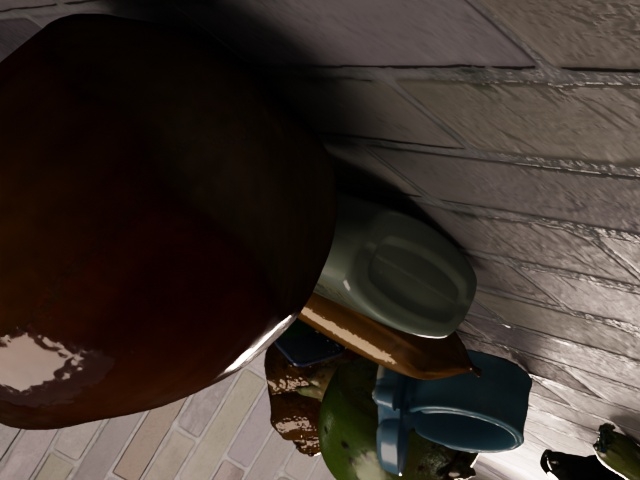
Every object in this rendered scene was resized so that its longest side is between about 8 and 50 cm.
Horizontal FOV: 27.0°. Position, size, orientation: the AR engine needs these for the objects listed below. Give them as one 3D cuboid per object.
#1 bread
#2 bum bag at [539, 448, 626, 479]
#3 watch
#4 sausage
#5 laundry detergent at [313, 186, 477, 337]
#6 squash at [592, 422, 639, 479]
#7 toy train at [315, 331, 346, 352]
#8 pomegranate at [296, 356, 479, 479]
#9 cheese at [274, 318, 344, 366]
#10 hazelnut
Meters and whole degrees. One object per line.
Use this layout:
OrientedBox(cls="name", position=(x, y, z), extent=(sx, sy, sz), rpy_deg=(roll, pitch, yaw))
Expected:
OrientedBox(cls="bread", position=(-0.011, 0.248, 2.322), extent=(0.135, 0.246, 0.232), rpy_deg=(-6, 159, 34))
OrientedBox(cls="bum bag", position=(0.473, 0.389, 2.043), extent=(0.326, 0.079, 0.142), rpy_deg=(20, 174, 37))
OrientedBox(cls="watch", position=(0.177, 0.209, 1.759), extent=(0.193, 0.211, 0.211), rpy_deg=(7, 165, 13))
OrientedBox(cls="sausage", position=(0.051, 0.082, 1.633), extent=(0.328, 0.112, 0.112), rpy_deg=(31, 171, 0))
OrientedBox(cls="laundry detergent", position=(0.000, 0.000, 1.334), extent=(0.280, 0.105, 0.215), rpy_deg=(20, 174, 45))
OrientedBox(cls="squash", position=(0.417, 0.298, 1.786), extent=(0.183, 0.052, 0.052), rpy_deg=(36, 170, -35))
OrientedBox(cls="toy train", position=(-0.037, 0.101, 2.081), extent=(0.225, 0.090, 0.137), rpy_deg=(32, 174, -9))
OrientedBox(cls="pomegranate", position=(0.100, 0.271, 2.064), extent=(0.341, 0.260, 0.260), rpy_deg=(23, 168, 48))
OrientedBox(cls="cheese", position=(-0.097, 0.047, 1.715), extent=(0.204, 0.083, 0.320), rpy_deg=(-11, -130, -47))
OrientedBox(cls="hazelnut", position=(-0.163, -0.008, 1.090), extent=(0.366, 0.366, 0.366), rpy_deg=(30, 171, 5))
